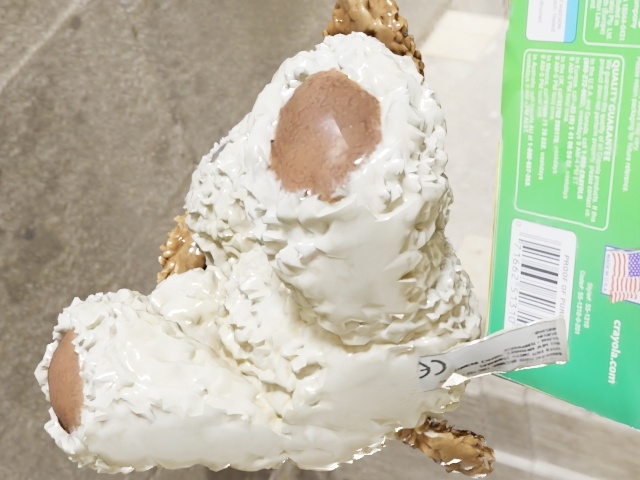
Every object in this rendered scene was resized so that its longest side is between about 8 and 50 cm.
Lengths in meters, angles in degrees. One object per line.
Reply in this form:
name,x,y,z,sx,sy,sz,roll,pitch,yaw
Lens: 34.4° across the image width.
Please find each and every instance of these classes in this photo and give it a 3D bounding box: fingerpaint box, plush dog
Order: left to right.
plush dog,0.000,0.000,0.549,0.210,0.262,0.225,29,33,-28
fingerpaint box,0.318,-0.121,0.773,0.371,0.163,0.445,-7,105,-37
